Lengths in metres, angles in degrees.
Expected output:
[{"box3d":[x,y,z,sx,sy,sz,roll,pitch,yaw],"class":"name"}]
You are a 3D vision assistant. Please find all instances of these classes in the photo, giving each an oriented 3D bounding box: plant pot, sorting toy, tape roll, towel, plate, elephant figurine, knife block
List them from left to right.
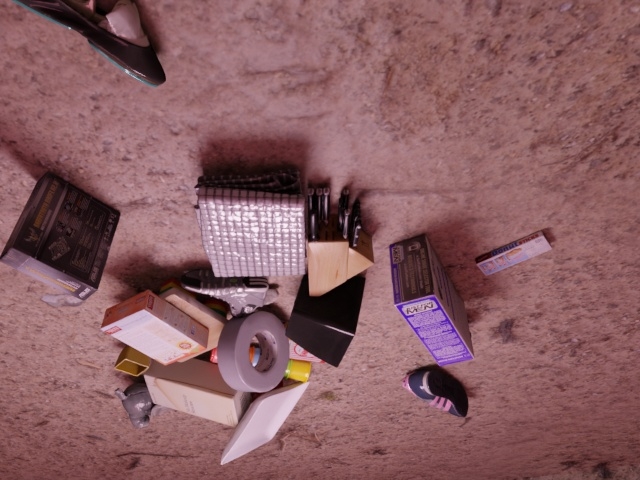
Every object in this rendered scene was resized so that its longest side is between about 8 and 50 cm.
[{"box3d":[-0.585,0.364,1.645,0.081,0.083,0.081,31,130,-30],"class":"plant pot"},{"box3d":[-0.546,0.535,1.816,0.239,0.186,0.169,-16,94,1],"class":"elephant figurine"},{"box3d":[-0.398,0.220,1.480,0.257,0.089,0.255,-27,132,26],"class":"sorting toy"},{"box3d":[-0.182,0.307,1.451,0.072,0.219,0.219,-11,140,36],"class":"tape roll"},{"box3d":[-0.146,-0.036,1.174,0.235,0.121,0.284,1,140,1],"class":"towel"},{"box3d":[-0.180,0.566,1.679,0.277,0.045,0.278,-58,154,14],"class":"plate"},{"box3d":[0.000,0.000,1.236,0.242,0.088,0.275,33,129,-32],"class":"knife block"},{"box3d":[0.006,0.199,1.403,0.167,0.188,0.187,16,137,-2],"class":"plant pot"}]

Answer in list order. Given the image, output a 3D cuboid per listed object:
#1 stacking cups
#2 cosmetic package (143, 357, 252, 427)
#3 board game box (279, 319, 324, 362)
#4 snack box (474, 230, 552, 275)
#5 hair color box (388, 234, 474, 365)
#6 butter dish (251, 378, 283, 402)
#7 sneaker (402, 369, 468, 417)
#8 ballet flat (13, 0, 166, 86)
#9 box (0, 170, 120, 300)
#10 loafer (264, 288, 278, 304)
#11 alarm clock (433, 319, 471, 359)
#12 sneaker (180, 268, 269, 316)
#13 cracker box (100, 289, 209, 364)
[{"box3d":[-0.193,0.388,1.677,0.316,0.096,0.096,11,137,-11],"class":"stacking cups"},{"box3d":[-0.385,0.470,1.666,0.309,0.113,0.160,9,129,15],"class":"cosmetic package"},{"box3d":[-0.057,0.315,1.624,0.193,0.045,0.147,10,136,-12],"class":"board game box"},{"box3d":[0.489,0.035,1.331,0.178,0.022,0.064,-27,133,27],"class":"snack box"},{"box3d":[0.290,0.164,1.353,0.110,0.185,0.339,-17,136,20],"class":"hair color box"},{"box3d":[-0.194,0.502,1.757,0.160,0.118,0.160,4,149,-46],"class":"butter dish"},{"box3d":[0.414,0.542,1.866,0.131,0.112,0.319,-14,137,39],"class":"sneaker"},{"box3d":[-0.357,-0.355,0.827,0.280,0.095,0.096,28,119,-29],"class":"ballet flat"},{"box3d":[-0.538,-0.011,1.106,0.056,0.231,0.183,-33,130,27],"class":"box"},{"box3d":[-0.168,0.160,1.460,0.125,0.039,0.045,-24,96,22],"class":"loafer"},{"box3d":[0.371,0.301,1.527,0.129,0.192,0.064,-35,86,35],"class":"alarm clock"},{"box3d":[-0.256,0.152,1.391,0.228,0.086,0.132,5,126,-7],"class":"sneaker"},{"box3d":[-0.429,0.234,1.376,0.155,0.067,0.232,-23,135,22],"class":"cracker box"}]
